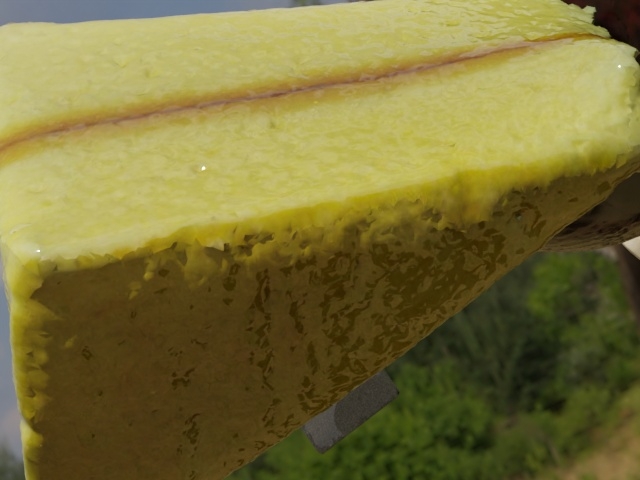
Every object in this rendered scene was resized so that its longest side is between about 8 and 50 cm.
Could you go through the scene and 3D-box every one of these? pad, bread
[{"bbox_3d":[-0.022,0.090,1.565,0.143,0.211,0.003,-30,-7,-48],"label":"pad"},{"bbox_3d":[0.000,0.000,0.917,0.362,0.233,0.245,-9,-53,-10],"label":"bread"}]

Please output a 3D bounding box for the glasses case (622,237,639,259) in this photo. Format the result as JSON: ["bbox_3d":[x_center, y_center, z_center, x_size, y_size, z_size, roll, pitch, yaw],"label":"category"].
[{"bbox_3d":[0.375,0.020,1.603,0.050,0.196,0.083,-48,8,34],"label":"glasses case"}]

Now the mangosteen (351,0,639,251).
[{"bbox_3d":[0.171,-0.129,1.114,0.293,0.297,0.297,25,30,38],"label":"mangosteen"}]
